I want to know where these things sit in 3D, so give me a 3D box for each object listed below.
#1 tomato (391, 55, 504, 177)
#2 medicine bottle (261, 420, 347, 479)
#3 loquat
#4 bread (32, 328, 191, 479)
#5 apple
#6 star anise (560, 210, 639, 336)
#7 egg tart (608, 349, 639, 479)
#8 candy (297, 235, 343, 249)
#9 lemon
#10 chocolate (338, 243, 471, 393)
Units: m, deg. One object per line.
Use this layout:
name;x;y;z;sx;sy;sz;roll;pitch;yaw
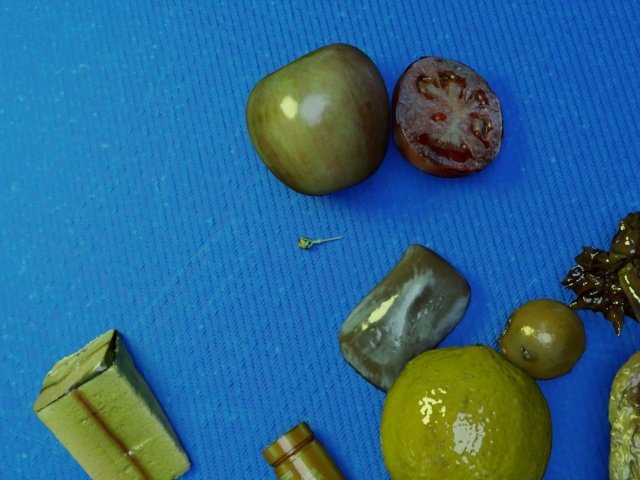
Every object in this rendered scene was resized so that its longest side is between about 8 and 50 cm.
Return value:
tomato;0.212;-0.210;1.473;0.225;0.085;0.225;6;73;-19
medicine bottle;-0.008;0.408;1.409;0.096;0.096;0.192;-36;78;0
loquat;0.368;0.166;1.386;0.141;0.141;0.141;-1;80;7
bread;-0.366;0.319;1.500;0.167;0.163;0.264;-32;109;0
apple;0.005;-0.204;1.441;0.257;0.257;0.234;-30;101;1
star anise;0.505;0.069;1.328;0.237;0.346;0.148;5;114;14
egg tart;0.605;0.314;1.318;0.339;0.153;0.352;-3;79;6
candy;0.000;0.000;1.521;0.083;0.025;0.023;-11;67;-7
lemon;0.226;0.302;1.314;0.293;0.293;0.293;-1;80;7
chocolate;0.143;0.132;1.446;0.157;0.080;0.254;41;87;12
